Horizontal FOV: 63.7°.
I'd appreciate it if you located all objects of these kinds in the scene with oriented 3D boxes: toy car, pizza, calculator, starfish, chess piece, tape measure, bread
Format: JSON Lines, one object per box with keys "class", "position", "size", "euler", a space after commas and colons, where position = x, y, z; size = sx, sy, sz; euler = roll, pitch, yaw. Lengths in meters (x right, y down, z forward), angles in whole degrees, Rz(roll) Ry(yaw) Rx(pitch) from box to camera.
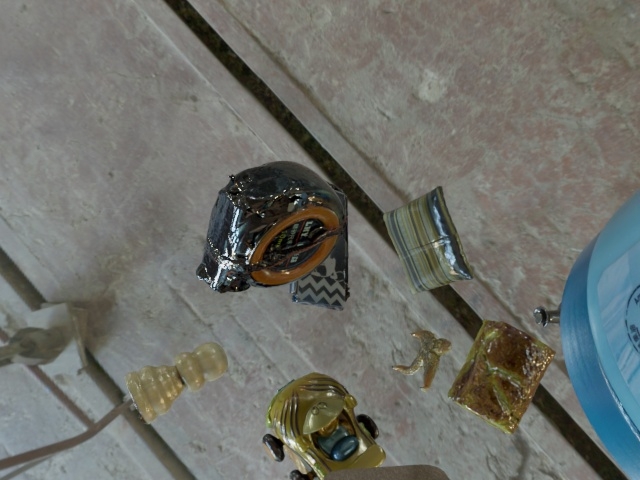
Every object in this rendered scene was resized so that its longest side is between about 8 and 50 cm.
{"class": "toy car", "position": [0.010, 0.364, 0.975], "size": [0.200, 0.142, 0.248], "euler": [-34, 69, -31]}
{"class": "pizza", "position": [-0.084, 0.562, 1.478], "size": [0.053, 0.193, 0.201], "euler": [-26, 113, -26]}
{"class": "calculator", "position": [0.000, 0.000, 1.052], "size": [0.028, 0.166, 0.274], "euler": [-15, 66, 42]}
{"class": "starfish", "position": [0.257, 0.293, 1.285], "size": [0.050, 0.247, 0.138], "euler": [39, 83, -5]}
{"class": "chess piece", "position": [-0.374, 0.368, 1.387], "size": [0.261, 0.143, 0.142], "euler": [-25, 88, -17]}
{"class": "tape measure", "position": [-0.071, -0.022, 0.801], "size": [0.135, 0.223, 0.202], "euler": [50, 133, 35]}
{"class": "bread", "position": [0.324, 0.242, 0.926], "size": [0.132, 0.103, 0.172], "euler": [29, 79, 10]}

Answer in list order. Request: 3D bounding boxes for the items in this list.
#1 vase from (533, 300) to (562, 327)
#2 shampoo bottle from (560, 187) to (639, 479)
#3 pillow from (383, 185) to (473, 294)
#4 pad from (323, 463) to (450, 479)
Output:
{"class": "vase", "position": [0.678, 0.212, 1.426], "size": [0.183, 0.120, 0.120], "euler": [1, 92, -18]}
{"class": "shampoo bottle", "position": [0.386, 0.026, 0.316], "size": [0.331, 0.342, 0.331], "euler": [1, 61, -2]}
{"class": "pillow", "position": [0.233, 0.007, 1.150], "size": [0.052, 0.212, 0.208], "euler": [-14, 83, -31]}
{"class": "pad", "position": [0.101, 0.334, 0.624], "size": [0.176, 0.266, 0.002], "euler": [-1, 91, -6]}
